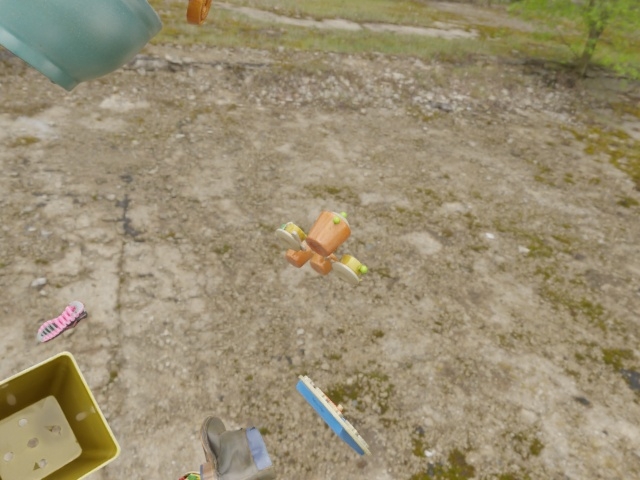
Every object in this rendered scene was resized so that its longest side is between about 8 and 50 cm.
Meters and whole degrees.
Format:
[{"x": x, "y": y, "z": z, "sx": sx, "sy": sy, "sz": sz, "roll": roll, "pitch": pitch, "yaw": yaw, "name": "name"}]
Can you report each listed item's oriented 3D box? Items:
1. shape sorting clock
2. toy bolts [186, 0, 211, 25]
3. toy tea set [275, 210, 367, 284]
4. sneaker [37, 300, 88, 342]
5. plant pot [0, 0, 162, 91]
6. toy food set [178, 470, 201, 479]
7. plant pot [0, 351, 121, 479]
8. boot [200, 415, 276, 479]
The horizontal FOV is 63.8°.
[{"x": 0.029, "y": 0.347, "z": 1.027, "sx": 0.040, "sy": 0.206, "sz": 0.206, "roll": -44, "pitch": 48, "yaw": -10, "name": "shape sorting clock"}, {"x": -0.312, "y": -0.569, "z": 1.067, "sx": 0.158, "sy": 0.218, "sz": 0.229, "roll": 21, "pitch": 34, "yaw": -7, "name": "toy bolts"}, {"x": 0.000, "y": 0.000, "z": 1.408, "sx": 0.124, "sy": 0.200, "sz": 0.336, "roll": -50, "pitch": 32, "yaw": -20, "name": "toy tea set"}, {"x": -0.590, "y": 0.196, "z": 1.187, "sx": 0.119, "sy": 0.057, "sz": 0.047, "roll": -40, "pitch": 65, "yaw": -17, "name": "sneaker"}, {"x": -0.446, "y": -0.380, "z": 0.861, "sx": 0.293, "sy": 0.196, "sz": 0.293, "roll": 34, "pitch": -3, "yaw": 2, "name": "plant pot"}, {"x": -0.303, "y": 0.591, "z": 1.251, "sx": 0.082, "sy": 0.083, "sz": 0.020, "roll": 33, "pitch": 30, "yaw": -14, "name": "toy food set"}, {"x": -0.519, "y": 0.359, "z": 0.932, "sx": 0.212, "sy": 0.187, "sz": 0.212, "roll": -26, "pitch": 82, "yaw": -35, "name": "plant pot"}, {"x": -0.135, "y": 0.342, "z": 0.833, "sx": 0.106, "sy": 0.082, "sz": 0.219, "roll": -15, "pitch": 14, "yaw": -10, "name": "boot"}]
